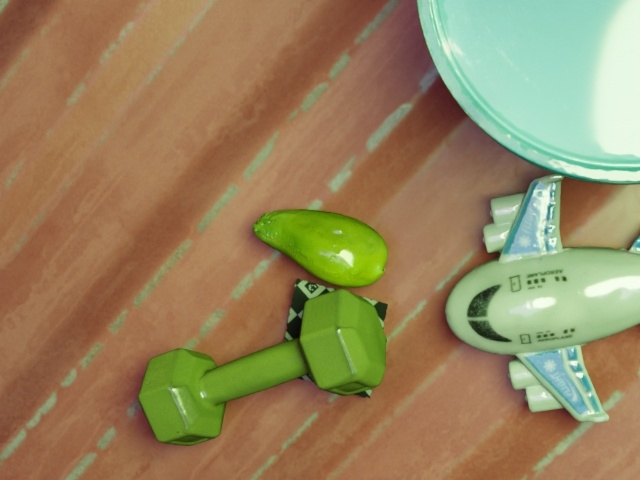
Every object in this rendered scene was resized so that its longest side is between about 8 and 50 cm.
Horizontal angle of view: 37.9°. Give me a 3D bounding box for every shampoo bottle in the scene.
[{"bbox_3d":[0.278,-0.216,0.850,0.331,0.342,0.331,1,94,17],"label":"shampoo bottle"}]

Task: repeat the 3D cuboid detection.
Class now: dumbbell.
[{"bbox_3d":[-0.071,0.152,1.085,0.302,0.121,0.108,-22,64,24],"label":"dumbbell"}]

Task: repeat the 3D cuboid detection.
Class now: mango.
[{"bbox_3d":[0.000,0.000,1.081,0.165,0.091,0.074,20,110,13],"label":"mango"}]

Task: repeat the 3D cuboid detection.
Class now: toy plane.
[{"bbox_3d":[0.262,0.061,0.993,0.266,0.122,0.267,1,94,19],"label":"toy plane"}]

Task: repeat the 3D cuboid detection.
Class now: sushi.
[{"bbox_3d":[0.018,0.115,1.118,0.120,0.026,0.126,15,107,16],"label":"sushi"}]
